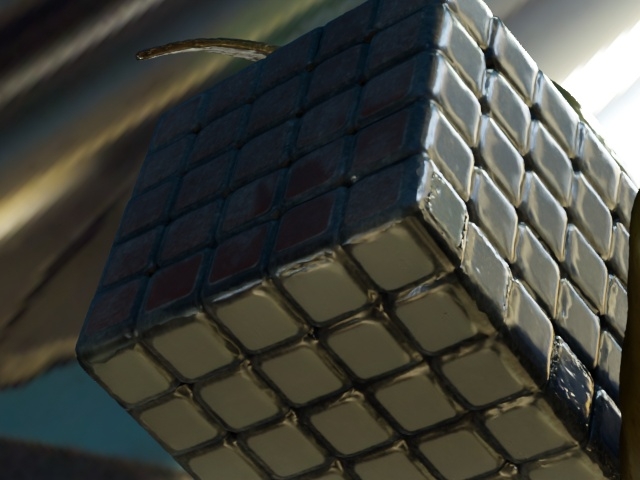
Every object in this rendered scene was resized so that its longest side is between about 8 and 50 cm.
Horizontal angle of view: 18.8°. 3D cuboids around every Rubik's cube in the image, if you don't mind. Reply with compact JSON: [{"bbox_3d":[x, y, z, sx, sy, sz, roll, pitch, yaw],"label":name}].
[{"bbox_3d":[0.037,0.027,1.125,0.238,0.237,0.237,-24,31,31],"label":"Rubik's cube"}]

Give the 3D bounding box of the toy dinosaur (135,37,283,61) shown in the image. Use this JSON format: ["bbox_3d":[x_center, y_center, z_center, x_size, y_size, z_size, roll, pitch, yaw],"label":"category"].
[{"bbox_3d":[-0.003,0.005,1.413,0.113,0.206,0.327,-33,-49,-32],"label":"toy dinosaur"}]

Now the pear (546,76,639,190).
[{"bbox_3d":[0.168,0.020,1.599,0.253,0.253,0.307,-37,-56,-27],"label":"pear"}]

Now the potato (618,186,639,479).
[{"bbox_3d":[0.226,0.060,0.975,0.195,0.176,0.369,-29,-37,0],"label":"potato"}]
